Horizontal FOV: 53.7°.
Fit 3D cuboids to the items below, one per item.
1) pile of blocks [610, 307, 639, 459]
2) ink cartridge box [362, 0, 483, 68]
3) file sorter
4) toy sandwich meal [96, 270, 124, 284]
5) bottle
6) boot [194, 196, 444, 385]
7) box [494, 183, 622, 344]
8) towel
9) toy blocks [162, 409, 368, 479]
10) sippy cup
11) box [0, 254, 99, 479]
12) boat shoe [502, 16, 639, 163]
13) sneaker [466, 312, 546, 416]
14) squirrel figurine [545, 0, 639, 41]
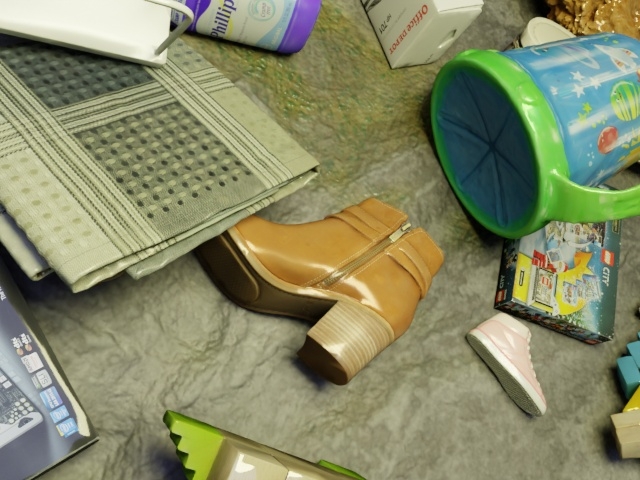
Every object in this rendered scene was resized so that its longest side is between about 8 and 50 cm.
[{"bbox_3d":[0.501,0.166,0.870,0.362,0.149,0.112,-39,131,-18],"label":"pile of blocks"},{"bbox_3d":[0.124,-0.359,0.877,0.082,0.139,0.190,-15,78,-25],"label":"ink cartridge box"},{"bbox_3d":[-0.210,-0.337,0.593,0.193,0.173,0.277,6,89,-28],"label":"file sorter"},{"bbox_3d":[-0.244,0.015,0.680,0.086,0.029,0.085,12,58,-19],"label":"toy sandwich meal"},{"bbox_3d":[-0.144,-0.313,0.776,0.283,0.118,0.092,9,63,-18],"label":"bottle"},{"bbox_3d":[0.000,0.000,0.734,0.283,0.109,0.220,40,55,9],"label":"boot"},{"bbox_3d":[0.337,0.009,0.882,0.159,0.044,0.232,22,66,-12],"label":"box"},{"bbox_3d":[-0.208,-0.107,0.656,0.324,0.056,0.312,43,48,20],"label":"towel"},{"bbox_3d":[-0.014,0.351,0.581,0.382,0.191,0.260,27,78,-20],"label":"toy blocks"},{"bbox_3d":[0.293,-0.148,0.790,0.224,0.240,0.305,-22,78,-12],"label":"sippy cup"},{"bbox_3d":[-0.383,0.111,0.568,0.243,0.076,0.307,-28,83,-25],"label":"box"},{"bbox_3d":[0.412,-0.201,0.953,0.325,0.096,0.116,33,53,-8],"label":"boat shoe"},{"bbox_3d":[0.252,0.151,0.798,0.070,0.051,0.134,-35,82,-21],"label":"sneaker"},{"bbox_3d":[0.487,-0.488,0.943,0.397,0.281,0.370,-20,111,1],"label":"squirrel figurine"}]
